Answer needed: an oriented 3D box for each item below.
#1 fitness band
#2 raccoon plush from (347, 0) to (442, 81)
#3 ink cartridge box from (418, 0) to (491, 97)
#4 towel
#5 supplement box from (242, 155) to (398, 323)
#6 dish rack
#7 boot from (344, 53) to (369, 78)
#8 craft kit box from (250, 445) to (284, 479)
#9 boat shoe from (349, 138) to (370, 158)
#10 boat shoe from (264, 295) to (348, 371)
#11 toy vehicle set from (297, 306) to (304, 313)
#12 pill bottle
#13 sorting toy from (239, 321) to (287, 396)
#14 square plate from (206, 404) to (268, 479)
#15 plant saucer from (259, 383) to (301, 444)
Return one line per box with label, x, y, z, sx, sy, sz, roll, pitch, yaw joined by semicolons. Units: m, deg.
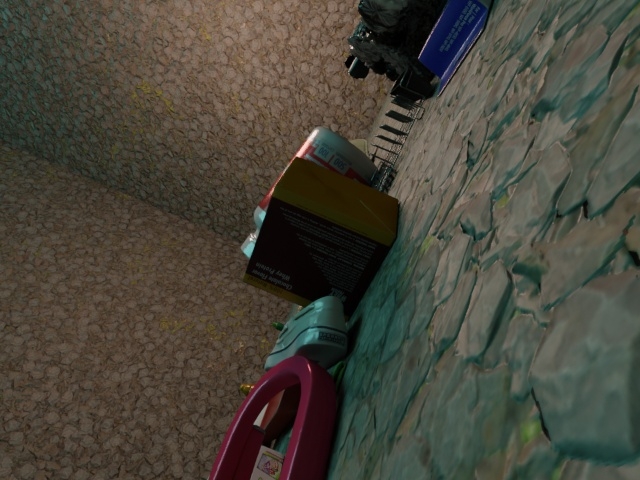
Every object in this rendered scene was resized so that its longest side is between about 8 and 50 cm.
fitness band;-0.067;0.280;0.530;0.209;0.054;0.291;-38;23;38
raccoon plush;0.228;-0.534;0.932;0.299;0.216;0.446;-61;6;4
ink cartridge box;0.257;-0.434;0.770;0.165;0.065;0.332;119;173;-66
towel;-0.008;0.238;0.630;0.152;0.023;0.113;117;175;-61
supplement box;0.000;0.000;0.722;0.129;0.191;0.194;-69;3;-58
dish rack;0.156;-0.233;0.972;0.208;0.074;0.271;-72;5;-77
boot;0.160;-0.678;1.465;0.246;0.094;0.207;-77;13;-47
craft kit box;-0.133;0.492;0.653;0.246;0.061;0.250;-58;-8;-86
boat shoe;0.130;-0.271;1.651;0.340;0.127;0.113;-82;-16;-54
boat shoe;-0.027;0.165;0.713;0.267;0.096;0.088;120;161;-58
toy vehicle set;-0.025;0.173;1.625;0.166;0.035;0.267;116;177;-50
pill bottle;-0.039;-0.094;1.224;0.407;0.229;0.229;-54;3;2
sorting toy;-0.201;0.469;1.646;0.127;0.126;0.365;-93;26;-86
square plate;-0.229;0.589;1.072;0.344;0.049;0.347;-65;-10;11
plant saucer;-0.062;0.305;0.959;0.259;0.048;0.258;114;178;-48
